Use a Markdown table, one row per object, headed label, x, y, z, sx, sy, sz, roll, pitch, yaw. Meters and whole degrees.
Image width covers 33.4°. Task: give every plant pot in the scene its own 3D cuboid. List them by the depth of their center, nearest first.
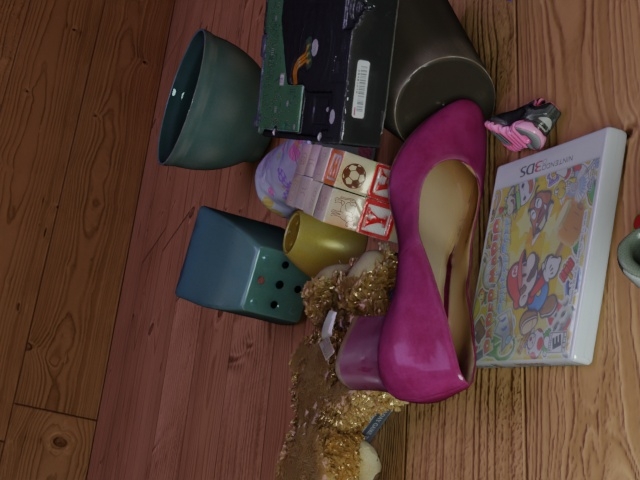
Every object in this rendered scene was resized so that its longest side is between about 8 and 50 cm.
| label | x | y | z | sx | sy | sz | roll | pitch | yaw |
| --- | --- | --- | --- | --- | --- | --- | --- | --- | --- |
| plant pot | 0.000 | 0.000 | 1.593 | 0.134 | 0.095 | 0.134 | -163 | 90 | -71 |
| plant pot | -0.113 | 0.052 | 1.779 | 0.234 | 0.166 | 0.165 | 18 | 93 | 65 |
| plant pot | -0.202 | -0.271 | 2.224 | 0.293 | 0.196 | 0.293 | -164 | 90 | -70 |

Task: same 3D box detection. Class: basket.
| label | x | y | z | sx | sy | sz | roll | pitch | yaw |
| --- | --- | --- | --- | --- | --- | --- | --- | --- | --- |
| basket | 0.123 | -0.214 | 1.349 | 0.204 | 0.154 | 0.227 | -63 | 25 | 21 |

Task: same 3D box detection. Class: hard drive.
| label | x | y | z | sx | sy | sz | roll | pitch | yaw |
| --- | --- | --- | --- | --- | --- | --- | --- | --- | --- |
| hard drive | 0.001 | -0.244 | 1.379 | 0.339 | 0.064 | 0.236 | -163 | 78 | -67 |

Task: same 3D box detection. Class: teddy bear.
| label | x | y | z | sx | sy | sz | roll | pitch | yaw |
| --- | --- | --- | --- | --- | --- | --- | --- | --- | --- |
| teddy bear | 0.036 | 0.166 | 1.295 | 0.245 | 0.113 | 0.338 | -37 | 42 | 42 |

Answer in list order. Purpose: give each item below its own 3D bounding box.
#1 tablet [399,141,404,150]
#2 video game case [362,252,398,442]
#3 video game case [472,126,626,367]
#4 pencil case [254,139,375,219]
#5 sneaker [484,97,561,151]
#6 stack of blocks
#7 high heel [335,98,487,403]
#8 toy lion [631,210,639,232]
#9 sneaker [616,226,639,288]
| label | x | y | z | sx | sy | sz | roll | pitch | yaw |
| --- | --- | --- | --- | --- | --- | --- | --- | --- | --- |
| tablet | 0.131 | -0.135 | 1.470 | 0.083 | 0.006 | 0.054 | -139 | 67 | -68 |
| video game case | 0.054 | 0.176 | 1.410 | 0.196 | 0.026 | 0.274 | -97 | 30 | -49 |
| video game case | 0.220 | 0.015 | 1.069 | 0.206 | 0.026 | 0.227 | 161 | 123 | -68 |
| pencil case | -0.014 | -0.118 | 1.702 | 0.273 | 0.113 | 0.124 | 151 | 124 | -64 |
| sneaker | 0.224 | -0.130 | 1.165 | 0.057 | 0.047 | 0.119 | -53 | 19 | -5 |
| stack of blocks | 0.049 | -0.063 | 1.391 | 0.297 | 0.171 | 0.087 | -151 | 78 | -71 |
| high heel | 0.151 | 0.001 | 1.145 | 0.181 | 0.127 | 0.377 | -6 | 60 | 52 |
| toy lion | 0.294 | -0.014 | 0.882 | 0.100 | 0.034 | 0.096 | -151 | 71 | -70 |
| sneaker | 0.312 | -0.024 | 0.719 | 0.271 | 0.108 | 0.100 | -49 | 29 | 48 |
